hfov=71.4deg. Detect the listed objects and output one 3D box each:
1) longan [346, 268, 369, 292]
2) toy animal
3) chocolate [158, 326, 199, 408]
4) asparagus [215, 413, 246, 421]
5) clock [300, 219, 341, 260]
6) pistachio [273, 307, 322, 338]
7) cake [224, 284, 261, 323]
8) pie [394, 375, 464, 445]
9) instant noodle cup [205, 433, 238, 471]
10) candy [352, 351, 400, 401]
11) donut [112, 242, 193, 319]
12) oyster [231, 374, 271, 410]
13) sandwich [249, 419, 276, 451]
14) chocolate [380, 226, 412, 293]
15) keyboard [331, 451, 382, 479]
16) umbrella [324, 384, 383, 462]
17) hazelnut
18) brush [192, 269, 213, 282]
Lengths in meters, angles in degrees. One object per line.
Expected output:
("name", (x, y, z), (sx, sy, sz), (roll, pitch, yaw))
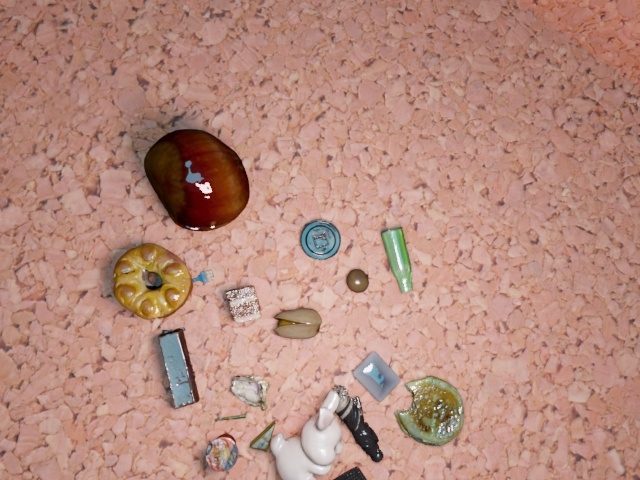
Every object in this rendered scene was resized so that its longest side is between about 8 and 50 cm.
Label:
("longan", (0.166, 0.176, 1.955), (0.113, 0.092, 0.113), (8, 55, -12))
("toy animal", (-0.034, 0.766, 1.730), (0.241, 0.196, 0.367), (35, 105, 2))
("chocolate", (-0.579, 0.512, 1.803), (0.112, 0.112, 0.321), (-14, 83, -11))
("asparagus", (-0.370, 0.732, 1.837), (0.127, 0.018, 0.015), (-5, 46, -7))
("clock", (0.000, 0.000, 1.990), (0.184, 0.040, 0.184), (1, 80, -6))
("pistachio", (-0.095, 0.350, 1.876), (0.206, 0.131, 0.129), (-3, 73, -2))
("cake", (-0.321, 0.268, 1.865), (0.134, 0.135, 0.147), (-10, 87, -9))
("pie", (0.473, 0.729, 1.908), (0.302, 0.067, 0.302), (1, 81, -6))
("instant noodle cup", (-0.382, 0.825, 1.759), (0.127, 0.135, 0.127), (1, 80, -7))
("candy", (0.239, 0.580, 1.903), (0.138, 0.071, 0.174), (-43, 86, -10))
("donut", (-0.675, 0.168, 1.810), (0.299, 0.150, 0.317), (-15, 72, -4))
("oyster", (-0.280, 0.623, 1.846), (0.163, 0.081, 0.191), (-18, 98, 15))
("sandwich", (-0.234, 0.786, 1.814), (0.074, 0.074, 0.116), (18, 78, -4))
("chocolate", (0.350, 0.091, 1.988), (0.110, 0.110, 0.291), (-12, 85, -8))
("keyboard", (0.109, 0.990, 1.800), (0.381, 0.041, 0.103), (-35, 86, 0))
("umbrella", (0.149, 0.762, 1.855), (0.113, 0.106, 0.357), (-32, 96, 22))
("hazelnut", (-0.496, -0.258, 1.810), (0.402, 0.402, 0.429), (-30, 74, -10))
("brush", (-0.540, 0.171, 1.914), (0.164, 0.014, 0.051), (-17, 81, -8))
